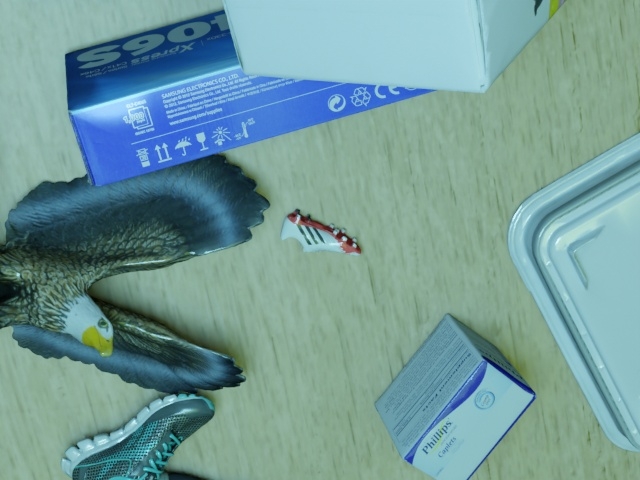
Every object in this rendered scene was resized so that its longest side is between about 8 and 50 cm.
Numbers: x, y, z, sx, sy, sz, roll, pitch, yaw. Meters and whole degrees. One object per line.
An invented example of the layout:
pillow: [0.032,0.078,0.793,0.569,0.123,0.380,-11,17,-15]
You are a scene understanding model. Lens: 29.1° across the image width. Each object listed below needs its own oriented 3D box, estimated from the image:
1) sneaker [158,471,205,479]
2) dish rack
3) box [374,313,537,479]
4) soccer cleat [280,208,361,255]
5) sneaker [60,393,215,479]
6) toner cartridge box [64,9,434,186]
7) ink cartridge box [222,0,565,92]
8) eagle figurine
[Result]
sneaker: [-0.137,0.352,1.268,0.118,0.083,0.222,11,103,-12]
dish rack: [0.380,0.051,1.270,0.286,0.072,0.332,-30,109,0]
box: [0.131,0.159,1.225,0.072,0.137,0.126,35,98,-17]
soccer cleat: [0.000,0.000,1.220,0.083,0.029,0.035,25,109,-11]
sneaker: [-0.172,0.214,1.221,0.166,0.076,0.065,-30,146,5]
toner cartridge box: [-0.048,-0.155,1.089,0.348,0.165,0.075,-17,119,-5]
ink cartridge box: [0.089,-0.247,0.979,0.226,0.306,0.131,9,130,32]
eagle figurine: [-0.216,0.044,1.141,0.298,0.225,0.226,-5,153,-37]
